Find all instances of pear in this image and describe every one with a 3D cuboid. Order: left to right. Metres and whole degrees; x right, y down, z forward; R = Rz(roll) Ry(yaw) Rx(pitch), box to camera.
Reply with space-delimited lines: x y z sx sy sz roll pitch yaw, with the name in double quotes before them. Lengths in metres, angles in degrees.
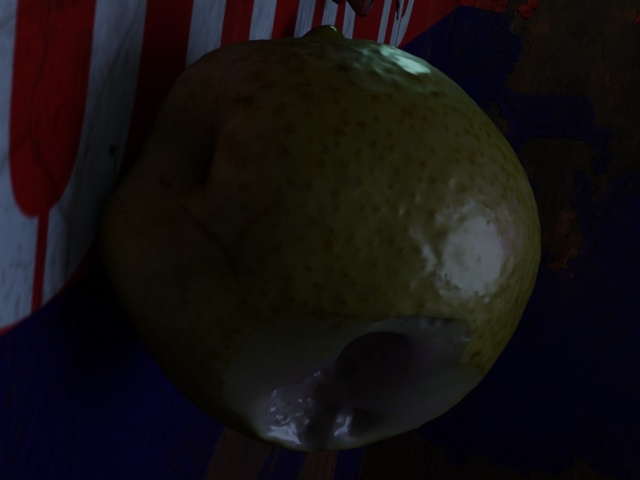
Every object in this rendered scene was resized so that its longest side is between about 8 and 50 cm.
"pear" 0.000 0.000 0.604 0.271 0.271 0.271 14 90 -81

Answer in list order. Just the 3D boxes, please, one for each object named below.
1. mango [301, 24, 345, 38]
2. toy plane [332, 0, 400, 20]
"mango" -0.006 -0.102 0.930 0.122 0.085 0.191 -58 152 -33
"toy plane" 0.051 -0.321 0.978 0.126 0.077 0.194 -69 161 -56
